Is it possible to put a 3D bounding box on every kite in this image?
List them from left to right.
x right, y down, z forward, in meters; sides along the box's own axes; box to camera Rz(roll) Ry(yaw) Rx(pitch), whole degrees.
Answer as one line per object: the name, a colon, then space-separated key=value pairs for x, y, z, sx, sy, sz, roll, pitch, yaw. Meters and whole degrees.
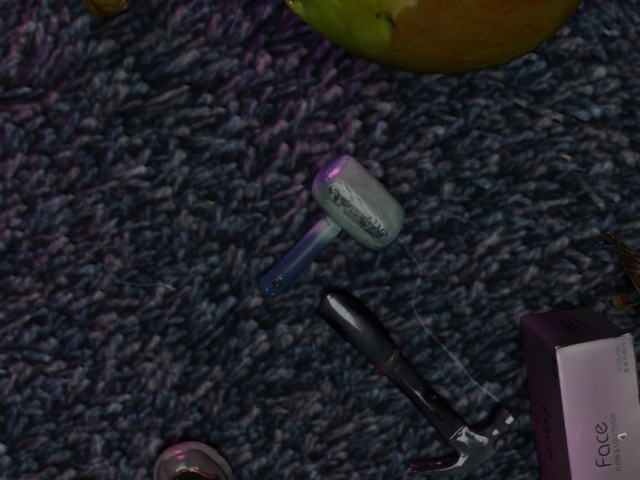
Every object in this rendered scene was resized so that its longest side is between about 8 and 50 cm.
kite: x=0.386 y=0.063 z=0.997 sx=0.160 sy=0.010 sz=0.183 roll=-7 pitch=64 yaw=-38

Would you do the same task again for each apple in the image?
apple: x=0.117 y=-0.319 z=0.800 sx=0.339 sy=0.339 sz=0.339 roll=-1 pitch=100 yaw=-3

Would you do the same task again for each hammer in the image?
hammer: x=0.000 y=0.000 z=0.988 sx=0.116 sy=0.069 sz=0.194 roll=43 pitch=103 yaw=-10
hammer: x=0.099 y=0.170 z=1.032 sx=0.137 sy=0.037 sz=0.290 roll=-44 pitch=100 yaw=3

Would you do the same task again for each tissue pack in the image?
tissue pack: x=0.308 y=0.216 z=0.999 sx=0.092 sy=0.148 sz=0.246 roll=-10 pitch=99 yaw=-1

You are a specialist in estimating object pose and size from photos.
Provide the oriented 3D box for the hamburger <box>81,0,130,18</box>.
hamburger: x=-0.232 y=-0.320 z=0.849 sx=0.118 sy=0.191 sz=0.182 roll=-38 pitch=93 yaw=2

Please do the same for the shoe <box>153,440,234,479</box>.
shoe: x=-0.130 y=0.354 z=1.008 sx=0.099 sy=0.125 sz=0.227 roll=-28 pitch=102 yaw=4
